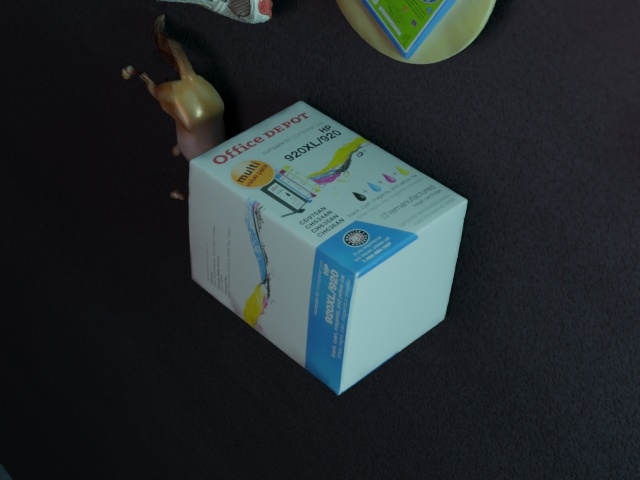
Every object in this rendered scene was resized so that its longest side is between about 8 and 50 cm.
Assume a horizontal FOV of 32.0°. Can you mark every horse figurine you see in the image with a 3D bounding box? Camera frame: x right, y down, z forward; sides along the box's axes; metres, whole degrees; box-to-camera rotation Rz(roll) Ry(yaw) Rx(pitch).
[{"bbox_3d":[-0.151,-0.132,1.328,0.174,0.066,0.263,17,131,51],"label":"horse figurine"}]

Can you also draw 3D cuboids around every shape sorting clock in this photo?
[{"bbox_3d":[0.075,-0.257,0.975,0.206,0.040,0.206,31,135,38],"label":"shape sorting clock"}]

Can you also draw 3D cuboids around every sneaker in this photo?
[{"bbox_3d":[-0.137,-0.275,1.176,0.225,0.092,0.088,28,135,35],"label":"sneaker"}]

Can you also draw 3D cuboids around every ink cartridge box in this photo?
[{"bbox_3d":[0.000,0.000,1.148,0.232,0.171,0.168,34,138,30],"label":"ink cartridge box"}]
